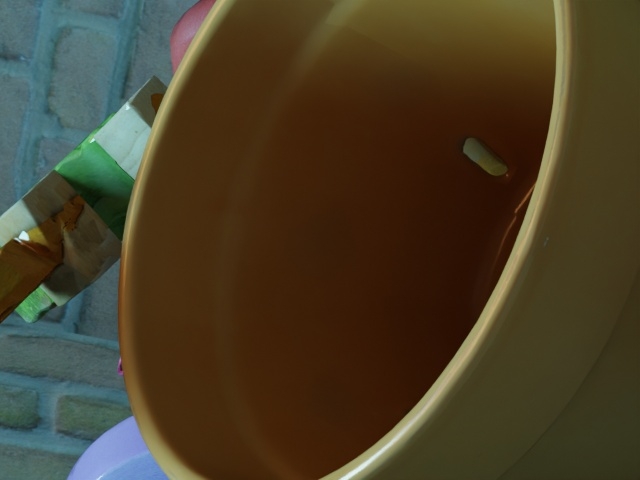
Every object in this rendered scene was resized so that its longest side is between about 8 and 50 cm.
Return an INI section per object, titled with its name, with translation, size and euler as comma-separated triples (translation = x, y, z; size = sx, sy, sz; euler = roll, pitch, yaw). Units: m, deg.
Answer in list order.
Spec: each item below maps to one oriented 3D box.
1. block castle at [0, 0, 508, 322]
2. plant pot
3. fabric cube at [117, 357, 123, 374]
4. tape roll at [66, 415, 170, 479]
[block castle]
translation = -0.067, 0.072, 0.894
size = 0.453, 0.303, 0.213
euler = -48, 9, -30
[plant pot]
translation = 0.073, -0.003, 0.714
size = 0.291, 0.203, 0.291
euler = -29, 51, 44
[fabric cube]
translation = 0.000, 0.000, 1.208
size = 0.259, 0.258, 0.254
euler = 157, 123, -79
[tape roll]
translation = -0.112, 0.291, 1.497
size = 0.090, 0.275, 0.275
euler = -103, 25, -68
